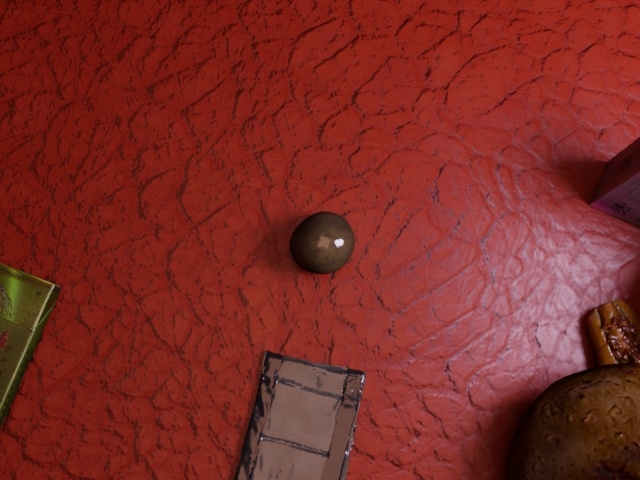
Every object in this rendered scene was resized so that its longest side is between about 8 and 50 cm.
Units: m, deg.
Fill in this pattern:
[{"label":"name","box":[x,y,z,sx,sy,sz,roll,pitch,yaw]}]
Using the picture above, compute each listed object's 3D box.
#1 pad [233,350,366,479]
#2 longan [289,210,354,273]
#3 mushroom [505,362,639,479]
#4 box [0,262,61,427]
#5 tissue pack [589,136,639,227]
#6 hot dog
[{"label":"pad","box":[-0.033,0.305,1.187,0.174,0.022,0.233,11,79,3]},{"label":"longan","box":[0.000,0.000,1.205,0.106,0.106,0.119,-27,42,-4]},{"label":"mushroom","box":[0.433,0.340,1.062,0.345,0.239,0.345,0,85,1]},{"label":"box","box":[-0.558,0.187,1.195,0.173,0.043,0.311,20,80,4]},{"label":"tissue pack","box":[0.529,-0.092,1.138,0.149,0.246,0.092,25,81,4]},{"label":"hot dog","box":[0.499,0.213,1.173,0.102,0.076,0.249,-17,80,-6]}]
